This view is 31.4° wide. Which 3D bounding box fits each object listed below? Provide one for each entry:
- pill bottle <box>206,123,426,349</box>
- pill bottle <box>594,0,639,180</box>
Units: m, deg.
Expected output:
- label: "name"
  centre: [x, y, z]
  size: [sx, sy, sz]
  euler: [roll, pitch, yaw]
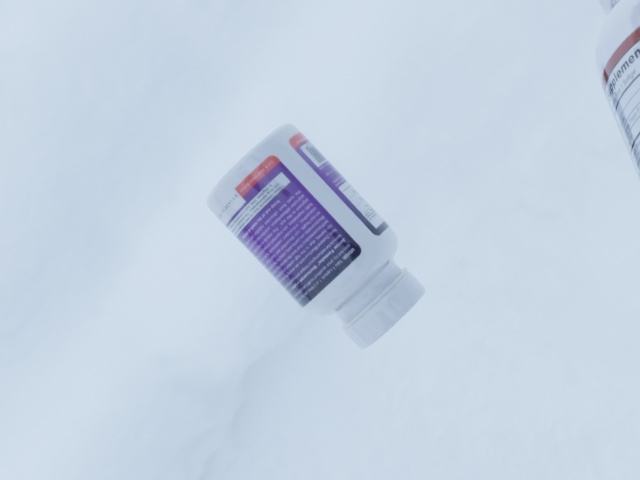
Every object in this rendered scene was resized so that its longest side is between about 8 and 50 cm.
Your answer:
- label: "pill bottle"
  centre: [0.000, 0.000, 1.011]
  size: [0.108, 0.108, 0.193]
  euler: [-43, 89, 14]
- label: "pill bottle"
  centre: [0.205, -0.065, 0.545]
  size: [0.121, 0.121, 0.216]
  euler: [-21, 66, 14]
